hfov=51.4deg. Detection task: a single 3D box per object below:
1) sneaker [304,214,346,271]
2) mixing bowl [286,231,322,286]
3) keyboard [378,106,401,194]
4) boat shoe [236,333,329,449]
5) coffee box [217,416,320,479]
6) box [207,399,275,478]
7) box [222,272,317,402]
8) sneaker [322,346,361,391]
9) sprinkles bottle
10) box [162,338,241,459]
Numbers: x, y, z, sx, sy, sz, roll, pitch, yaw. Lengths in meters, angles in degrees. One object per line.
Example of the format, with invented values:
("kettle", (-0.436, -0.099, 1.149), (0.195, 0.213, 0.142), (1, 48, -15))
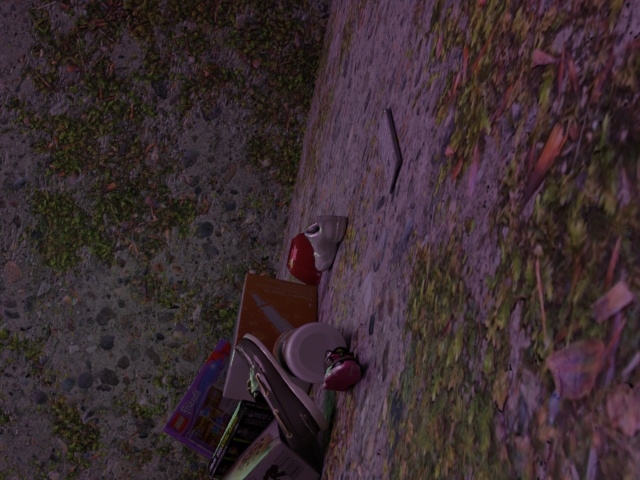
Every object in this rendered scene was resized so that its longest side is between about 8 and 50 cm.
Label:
("sneaker", (0.000, 0.000, 1.726), (0.212, 0.094, 0.080), (110, 168, -50))
("mixing bowl", (-0.044, 0.046, 1.980), (0.181, 0.098, 0.182), (-168, 90, -84))
("keyboard", (0.133, -0.183, 1.315), (0.256, 0.014, 0.072), (-89, 13, -57))
("boat shoe", (-0.104, 0.314, 1.416), (0.305, 0.091, 0.109), (41, 163, 39))
("coffee box", (-0.149, 0.540, 1.406), (0.297, 0.119, 0.168), (-47, 6, -2))
("box", (-0.136, 0.470, 1.527), (0.184, 0.190, 0.045), (-63, 32, 9))
("box", (-0.130, 0.268, 1.823), (0.345, 0.214, 0.168), (-91, 15, -58))
("sneaker", (0.036, 0.227, 1.217), (0.170, 0.063, 0.075), (107, 166, -67))
("sprinkles bottle", (-0.032, 0.249, 1.473), (0.355, 0.121, 0.121), (134, 147, -76))
("box", (-0.265, 0.442, 1.824), (0.293, 0.200, 0.057), (-58, 1, -35))
